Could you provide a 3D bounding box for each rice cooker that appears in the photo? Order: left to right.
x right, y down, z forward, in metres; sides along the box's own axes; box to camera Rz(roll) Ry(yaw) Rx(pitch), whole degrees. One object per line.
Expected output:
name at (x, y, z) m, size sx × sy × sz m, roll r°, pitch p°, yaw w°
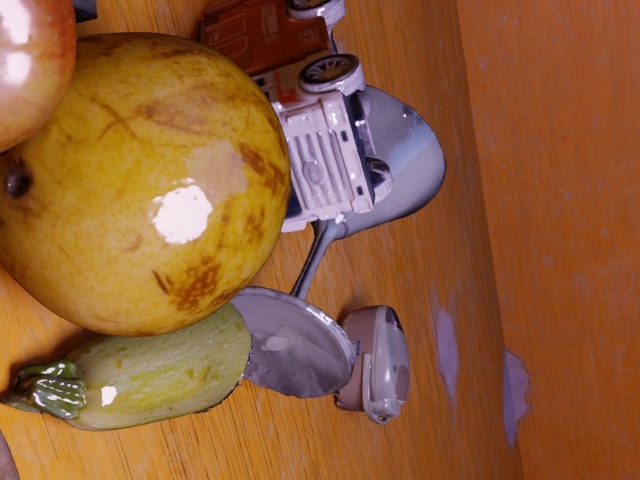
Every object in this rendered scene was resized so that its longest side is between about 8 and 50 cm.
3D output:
rice cooker at (0.090, 0.215, 1.611) m, size 0.145 × 0.127 × 0.206 m, roll 42°, pitch 52°, yaw -60°

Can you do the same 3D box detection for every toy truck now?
toy truck at (-0.047, -0.173, 1.103) m, size 0.387 × 0.207 × 0.173 m, roll -99°, pitch 171°, yaw -55°

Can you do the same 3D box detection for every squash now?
squash at (-0.190, 0.148, 0.931) m, size 0.287 × 0.137 × 0.137 m, roll -24°, pitch 110°, yaw -61°

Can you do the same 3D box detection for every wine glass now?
wine glass at (0.000, 0.000, 1.278) m, size 0.406 × 0.267 × 0.267 m, roll -65°, pitch 145°, yaw -42°

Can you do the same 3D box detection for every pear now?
pear at (-0.165, -0.052, 0.811) m, size 0.281 × 0.281 × 0.280 m, roll -4°, pitch 90°, yaw -69°

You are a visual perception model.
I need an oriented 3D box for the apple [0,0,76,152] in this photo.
apple at (-0.282, -0.163, 0.618) m, size 0.173 × 0.210 × 0.235 m, roll 54°, pitch -8°, yaw 52°

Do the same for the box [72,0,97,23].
box at (-0.256, -0.251, 0.886) m, size 0.060 × 0.063 × 0.084 m, roll -3°, pitch 88°, yaw -68°

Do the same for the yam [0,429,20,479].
yam at (-0.298, 0.118, 0.722) m, size 0.066 × 0.066 × 0.299 m, roll -55°, pitch 137°, yaw -58°
